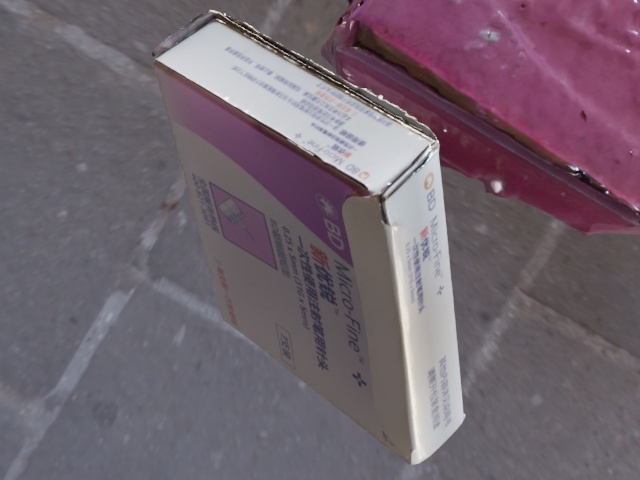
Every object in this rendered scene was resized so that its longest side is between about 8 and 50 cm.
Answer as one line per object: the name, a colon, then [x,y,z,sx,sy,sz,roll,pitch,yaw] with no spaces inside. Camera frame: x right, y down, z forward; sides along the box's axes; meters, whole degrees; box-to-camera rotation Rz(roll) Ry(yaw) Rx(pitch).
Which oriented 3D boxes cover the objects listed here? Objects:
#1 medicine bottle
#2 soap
medicine bottle: [0.000,0.000,0.749,0.052,0.171,0.201,-36,140,-24]
soap: [0.179,-0.116,0.911,0.325,0.127,0.220,31,83,-12]
